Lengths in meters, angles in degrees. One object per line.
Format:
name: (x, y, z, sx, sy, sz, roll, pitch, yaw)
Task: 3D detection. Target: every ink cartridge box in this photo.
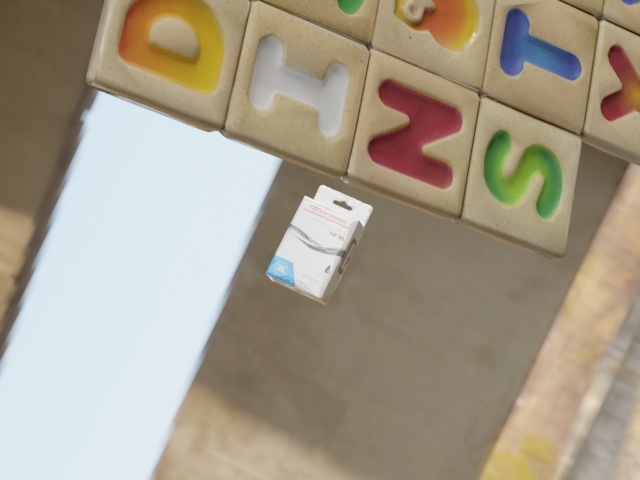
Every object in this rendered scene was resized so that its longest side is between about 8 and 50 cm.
ink cartridge box: (0.000, 0.000, 1.286, 0.083, 0.048, 0.028, -64, -14, -8)

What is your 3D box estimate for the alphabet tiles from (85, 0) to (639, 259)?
alphabet tiles: (0.034, -0.159, 0.726, 0.011, 0.343, 0.285, -15, 60, 58)
